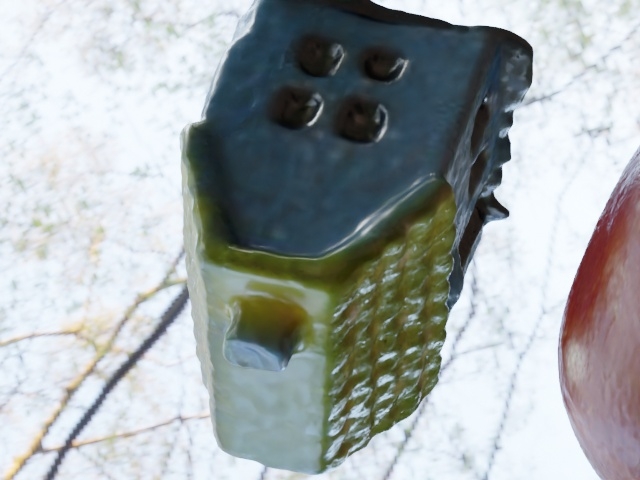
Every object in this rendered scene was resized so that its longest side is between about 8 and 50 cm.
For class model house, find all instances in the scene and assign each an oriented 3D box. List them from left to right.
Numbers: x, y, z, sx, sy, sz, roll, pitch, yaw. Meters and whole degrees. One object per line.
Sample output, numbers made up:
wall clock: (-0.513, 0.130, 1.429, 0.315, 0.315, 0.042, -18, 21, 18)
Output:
model house: (0.000, 0.000, 1.078, 0.237, 0.215, 0.303, 91, -161, -49)

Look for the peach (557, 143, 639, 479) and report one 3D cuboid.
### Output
peach: (0.238, 0.037, 0.793, 0.248, 0.245, 0.274, 49, -161, -27)
